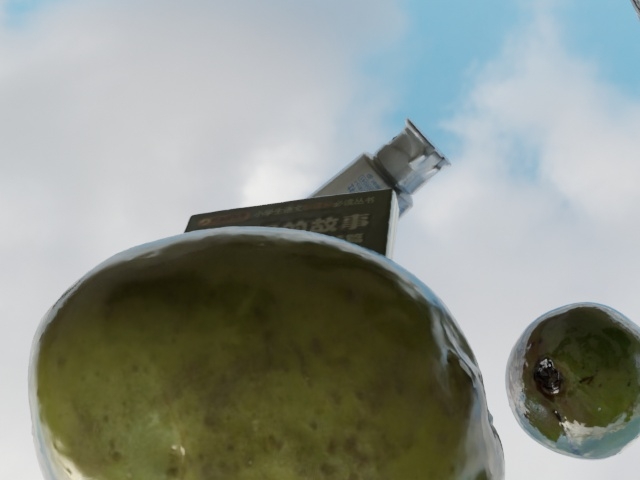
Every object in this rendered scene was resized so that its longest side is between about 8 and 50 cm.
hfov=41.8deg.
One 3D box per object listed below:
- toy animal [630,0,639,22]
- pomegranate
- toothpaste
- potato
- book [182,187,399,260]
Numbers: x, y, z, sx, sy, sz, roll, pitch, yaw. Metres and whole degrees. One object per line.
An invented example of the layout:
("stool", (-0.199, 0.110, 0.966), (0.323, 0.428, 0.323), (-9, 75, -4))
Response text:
("toy animal", (0.193, -0.286, 0.686), (0.343, 0.168, 0.106), (14, -170, -11))
("pomegranate", (0.325, 0.158, 0.976), (0.210, 0.179, 0.179), (-12, -138, -24))
("toothpaste", (0.000, 0.000, 0.852), (0.299, 0.114, 0.073), (-42, -162, 13))
("potato", (-0.027, 0.090, 0.440), (0.228, 0.148, 0.197), (-11, -108, -3))
("book", (-0.044, 0.051, 0.676), (0.202, 0.027, 0.264), (-7, -145, 15))
